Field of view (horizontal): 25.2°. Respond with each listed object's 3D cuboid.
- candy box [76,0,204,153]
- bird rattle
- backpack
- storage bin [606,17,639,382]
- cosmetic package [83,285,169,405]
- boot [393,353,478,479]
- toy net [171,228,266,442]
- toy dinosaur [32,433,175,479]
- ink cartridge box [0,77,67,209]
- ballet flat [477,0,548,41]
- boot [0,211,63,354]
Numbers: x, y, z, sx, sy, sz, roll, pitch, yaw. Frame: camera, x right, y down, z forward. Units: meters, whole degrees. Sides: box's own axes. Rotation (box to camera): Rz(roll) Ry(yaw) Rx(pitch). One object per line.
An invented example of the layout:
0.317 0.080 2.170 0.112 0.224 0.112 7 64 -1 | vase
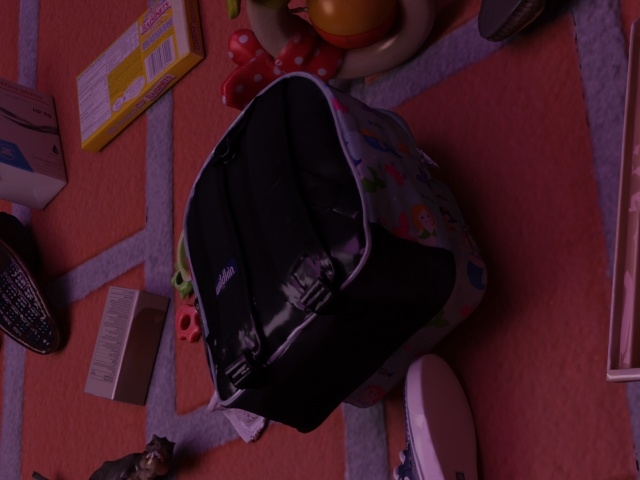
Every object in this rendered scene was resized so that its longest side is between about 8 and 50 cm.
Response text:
-0.205 -0.193 1.605 0.206 0.027 0.105 -35 49 36 | candy box
-0.002 -0.192 1.242 0.206 0.254 0.143 -5 42 12 | bird rattle
0.000 0.000 1.155 0.225 0.191 0.254 -48 45 28 | backpack
0.320 -0.039 0.848 0.262 0.123 0.260 -10 69 48 | storage bin
-0.199 0.107 1.468 0.060 0.041 0.115 7 82 50 | cosmetic package
0.073 0.186 1.092 0.086 0.069 0.190 -28 56 34 | boot
-0.106 0.090 1.362 0.122 0.045 0.232 -39 49 34 | toy net
-0.217 0.267 1.417 0.268 0.064 0.118 -23 52 46 | toy dinosaur
-0.373 -0.133 1.718 0.060 0.104 0.180 -42 48 32 | ink cartridge box
0.209 -0.255 1.125 0.250 0.058 0.084 -56 29 24 | ballet flat
-0.344 0.038 1.653 0.082 0.106 0.219 -47 73 22 | boot
